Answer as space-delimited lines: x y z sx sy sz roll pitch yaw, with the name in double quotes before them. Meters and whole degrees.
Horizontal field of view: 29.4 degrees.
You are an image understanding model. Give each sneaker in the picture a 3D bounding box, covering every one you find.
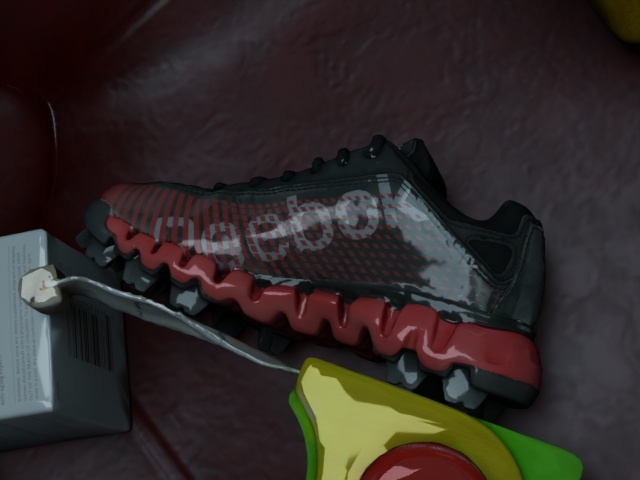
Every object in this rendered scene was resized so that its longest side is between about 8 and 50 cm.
"sneaker" 0.000 0.000 0.677 0.276 0.097 0.135 15 81 17

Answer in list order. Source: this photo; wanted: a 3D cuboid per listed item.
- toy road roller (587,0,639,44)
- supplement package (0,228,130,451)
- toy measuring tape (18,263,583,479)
"toy road roller" 0.159 -0.261 0.675 0.202 0.241 0.329 -27 33 8
"supplement package" -0.217 0.069 0.716 0.179 0.105 0.105 -11 73 12
"toy measuring tape" -0.012 0.117 0.616 0.330 0.121 0.121 20 81 3
